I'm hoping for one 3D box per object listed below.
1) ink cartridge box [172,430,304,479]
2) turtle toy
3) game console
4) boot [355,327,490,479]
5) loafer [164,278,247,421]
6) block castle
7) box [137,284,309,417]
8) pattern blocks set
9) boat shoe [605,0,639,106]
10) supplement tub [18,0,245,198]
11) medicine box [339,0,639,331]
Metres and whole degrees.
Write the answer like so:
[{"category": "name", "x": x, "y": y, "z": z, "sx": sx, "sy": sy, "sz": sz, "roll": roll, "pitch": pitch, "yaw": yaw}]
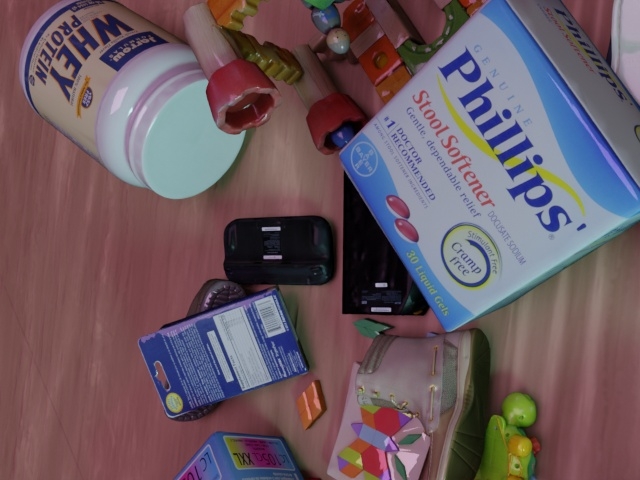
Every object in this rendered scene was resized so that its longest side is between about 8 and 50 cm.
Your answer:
[{"category": "ink cartridge box", "x": -0.093, "y": 0.499, "z": 1.012, "sx": 0.270, "sy": 0.151, "sz": 0.395, "roll": -52, "pitch": 49, "yaw": 21}, {"category": "turtle toy", "x": 0.232, "y": 0.252, "z": 0.921, "sx": 0.095, "sy": 0.066, "sz": 0.130, "roll": 7, "pitch": 88, "yaw": 56}, {"category": "game console", "x": 0.000, "y": 0.000, "z": 1.104, "sx": 0.362, "sy": 0.044, "sz": 0.213, "roll": -1, "pitch": 85, "yaw": 32}, {"category": "boot", "x": 0.118, "y": 0.212, "z": 0.936, "sx": 0.165, "sy": 0.077, "sz": 0.213, "roll": -6, "pitch": 57, "yaw": 35}, {"category": "loafer", "x": -0.185, "y": 0.171, "z": 1.197, "sx": 0.251, "sy": 0.094, "sz": 0.087, "roll": -67, "pitch": 27, "yaw": 9}, {"category": "block castle", "x": 0.084, "y": -0.290, "z": 0.913, "sx": 0.453, "sy": 0.303, "sz": 0.212, "roll": -39, "pitch": 69, "yaw": 26}, {"category": "box", "x": -0.145, "y": 0.166, "z": 1.117, "sx": 0.225, "sy": 0.036, "sz": 0.136, "roll": -20, "pitch": 97, "yaw": 6}, {"category": "pattern blocks set", "x": 0.084, "y": 0.274, "z": 1.041, "sx": 0.286, "sy": 0.026, "sz": 0.324, "roll": 3, "pitch": 88, "yaw": 33}, {"category": "boat shoe", "x": 0.358, "y": -0.173, "z": 0.856, "sx": 0.095, "sy": 0.079, "sz": 0.254, "roll": 5, "pitch": 99, "yaw": 29}, {"category": "supplement tub", "x": -0.297, "y": -0.228, "z": 1.194, "sx": 0.325, "sy": 0.235, "sz": 0.235, "roll": 35, "pitch": 105, "yaw": 30}, {"category": "medicine box", "x": 0.207, "y": -0.083, "z": 0.855, "sx": 0.289, "sy": 0.149, "sz": 0.263, "roll": -43, "pitch": 71, "yaw": 43}]
